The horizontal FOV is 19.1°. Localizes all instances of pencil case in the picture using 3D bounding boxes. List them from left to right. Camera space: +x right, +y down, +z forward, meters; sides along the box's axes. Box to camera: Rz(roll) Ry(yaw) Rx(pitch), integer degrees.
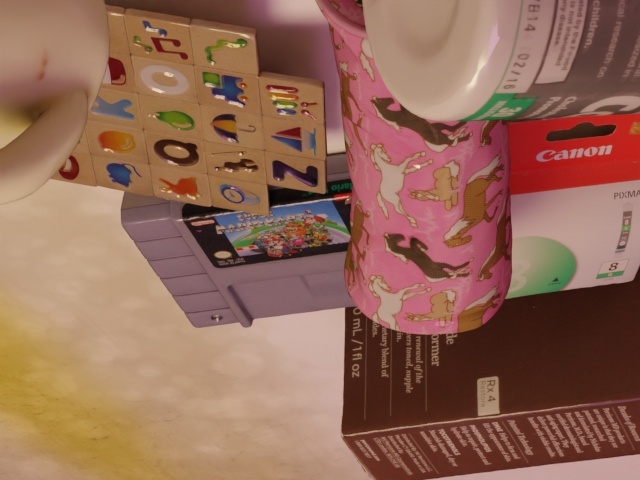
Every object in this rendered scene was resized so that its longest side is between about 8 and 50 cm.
[{"bbox_3d":[0.083,-0.091,1.615,0.167,0.160,0.386,15,142,18],"label":"pencil case"}]

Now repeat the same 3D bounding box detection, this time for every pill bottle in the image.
[{"bbox_3d":[0.229,-0.193,1.390,0.361,0.204,0.204,-4,153,-25],"label":"pill bottle"}]

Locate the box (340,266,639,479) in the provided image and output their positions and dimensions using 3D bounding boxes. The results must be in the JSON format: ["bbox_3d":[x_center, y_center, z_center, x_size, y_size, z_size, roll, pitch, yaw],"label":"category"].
[{"bbox_3d":[0.218,0.127,1.987,0.381,0.191,0.143,-9,147,16],"label":"box"}]

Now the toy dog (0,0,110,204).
[{"bbox_3d":[-0.365,-0.198,1.317,0.408,0.395,0.284,5,158,-22],"label":"toy dog"}]

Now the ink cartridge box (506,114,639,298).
[{"bbox_3d":[0.236,-0.031,1.811,0.181,0.056,0.225,-7,147,-13],"label":"ink cartridge box"}]

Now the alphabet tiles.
[{"bbox_3d":[-0.162,-0.119,1.716,0.342,0.011,0.285,10,150,8],"label":"alphabet tiles"}]

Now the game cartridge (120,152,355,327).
[{"bbox_3d":[0.000,0.000,1.919,0.355,0.068,0.230,-8,151,15],"label":"game cartridge"}]
